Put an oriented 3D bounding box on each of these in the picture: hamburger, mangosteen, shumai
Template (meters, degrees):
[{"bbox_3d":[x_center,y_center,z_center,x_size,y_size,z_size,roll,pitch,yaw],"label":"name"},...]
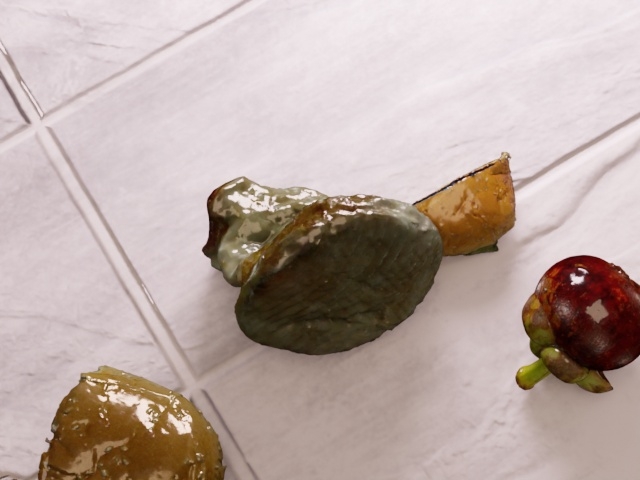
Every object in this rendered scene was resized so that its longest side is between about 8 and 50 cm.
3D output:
[{"bbox_3d":[0.180,-0.029,1.856,0.176,0.087,0.102,-30,75,-8],"label":"hamburger"},{"bbox_3d":[0.307,0.107,1.787,0.181,0.146,0.156,-44,81,-8],"label":"mangosteen"},{"bbox_3d":[0.000,0.000,1.823,0.272,0.222,0.203,1,39,-21],"label":"shumai"},{"bbox_3d":[-0.219,0.309,1.762,0.211,0.132,0.308,11,75,7],"label":"hamburger"}]

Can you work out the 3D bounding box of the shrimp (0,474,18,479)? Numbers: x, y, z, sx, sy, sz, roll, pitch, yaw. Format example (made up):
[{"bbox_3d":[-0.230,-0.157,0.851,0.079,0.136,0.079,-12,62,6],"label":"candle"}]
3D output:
[{"bbox_3d":[-0.405,0.332,1.817,0.114,0.023,0.083,-28,80,0],"label":"shrimp"}]
